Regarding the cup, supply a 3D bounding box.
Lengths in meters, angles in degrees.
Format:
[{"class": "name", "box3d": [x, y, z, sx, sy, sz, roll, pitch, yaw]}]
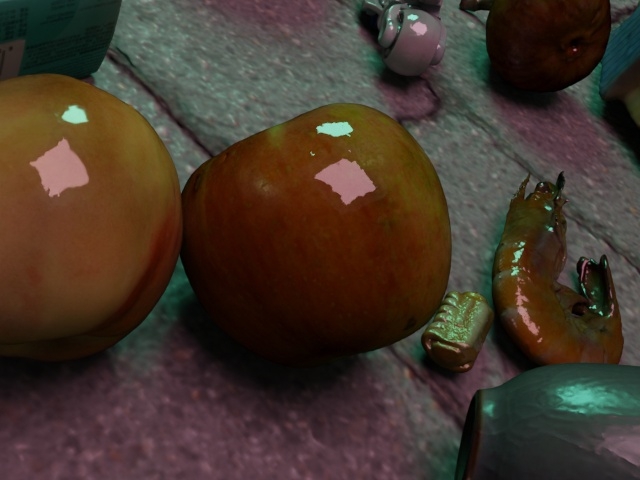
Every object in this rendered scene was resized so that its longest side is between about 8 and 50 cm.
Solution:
[{"class": "cup", "box3d": [0.172, 0.159, 0.585, 0.150, 0.199, 0.199, 12, 43, 7]}]

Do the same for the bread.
[{"class": "bread", "box3d": [0.115, 0.075, 0.714, 0.049, 0.034, 0.088, 22, 38, 11]}]

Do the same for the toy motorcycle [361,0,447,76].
[{"class": "toy motorcycle", "box3d": [0.109, -0.288, 0.989, 0.112, 0.112, 0.254, 18, 43, -14]}]

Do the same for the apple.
[{"class": "apple", "box3d": [0.000, 0.000, 0.608, 0.196, 0.196, 0.196, 15, 45, -16]}]

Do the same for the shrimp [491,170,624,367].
[{"class": "shrimp", "box3d": [0.223, 0.026, 0.802, 0.150, 0.068, 0.249, 29, 47, -21]}]

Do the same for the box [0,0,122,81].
[{"class": "box", "box3d": [-0.340, -0.251, 0.701, 0.311, 0.118, 0.205, 45, 43, 14]}]

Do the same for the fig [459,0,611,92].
[{"class": "fig", "box3d": [0.269, -0.256, 1.032, 0.202, 0.148, 0.149, -74, 141, -77]}]

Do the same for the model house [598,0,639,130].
[{"class": "model house", "box3d": [0.593, -0.235, 1.057, 0.382, 0.334, 0.343, 9, 48, -35]}]

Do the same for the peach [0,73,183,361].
[{"class": "peach", "box3d": [-0.170, -0.016, 0.532, 0.184, 0.184, 0.184, 15, 45, -16]}]
